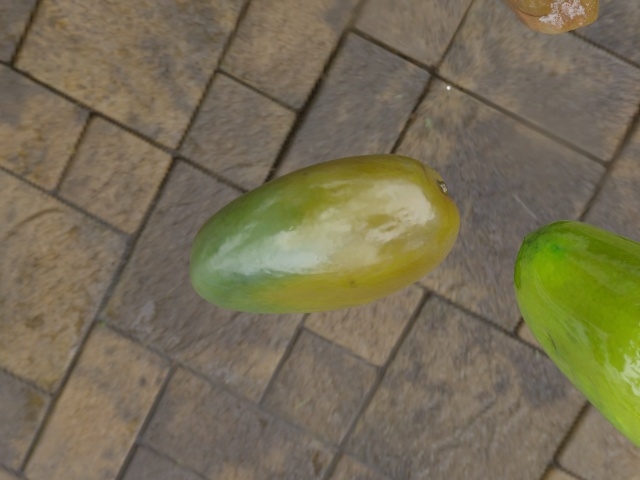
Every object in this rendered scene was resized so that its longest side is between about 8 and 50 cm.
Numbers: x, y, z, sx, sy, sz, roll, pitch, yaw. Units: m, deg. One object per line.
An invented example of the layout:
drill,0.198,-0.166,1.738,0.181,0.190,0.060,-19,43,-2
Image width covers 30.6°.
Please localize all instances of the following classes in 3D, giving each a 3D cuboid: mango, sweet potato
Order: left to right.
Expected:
mango,0.000,0.000,0.819,0.194,0.130,0.092,-17,64,12
sweet potato,0.189,-0.295,1.187,0.251,0.097,0.097,33,101,-32
mango,0.168,0.051,0.580,0.117,0.163,0.089,35,99,-37
